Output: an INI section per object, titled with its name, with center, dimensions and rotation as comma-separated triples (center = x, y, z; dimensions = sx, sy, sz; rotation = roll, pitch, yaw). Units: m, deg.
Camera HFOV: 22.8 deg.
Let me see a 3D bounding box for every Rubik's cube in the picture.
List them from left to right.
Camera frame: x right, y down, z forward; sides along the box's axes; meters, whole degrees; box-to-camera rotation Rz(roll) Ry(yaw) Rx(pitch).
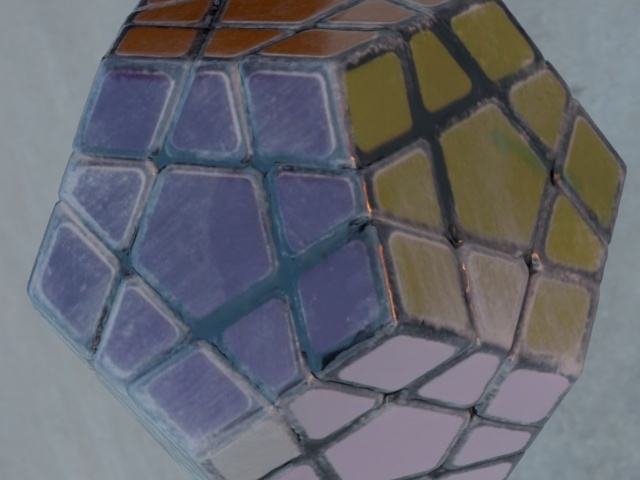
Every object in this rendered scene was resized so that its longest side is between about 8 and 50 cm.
[Rubik's cube]
center = 0.000, 0.000, 0.828
dimensions = 0.319, 0.264, 0.319
rotation = -161, 90, -86
